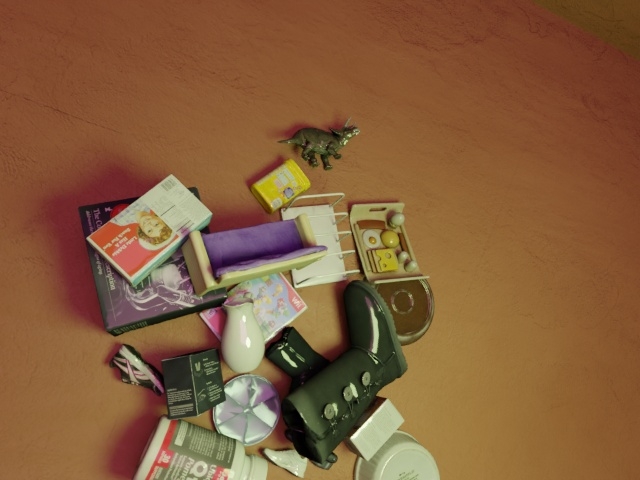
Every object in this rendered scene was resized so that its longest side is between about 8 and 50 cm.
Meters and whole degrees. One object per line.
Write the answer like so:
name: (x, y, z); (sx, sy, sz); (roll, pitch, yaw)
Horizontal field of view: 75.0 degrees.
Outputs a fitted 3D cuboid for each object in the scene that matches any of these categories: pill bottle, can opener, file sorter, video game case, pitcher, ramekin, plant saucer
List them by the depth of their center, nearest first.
pill bottle: (-0.313, 0.604, 1.116); (0.319, 0.176, 0.176); (26, 70, -12)
pitcher: (-0.224, 0.266, 1.237); (0.126, 0.178, 0.206); (-2, 98, 11)
can opener: (-0.029, 0.634, 1.276); (0.186, 0.059, 0.073); (36, 68, -9)
ramekin: (0.251, 0.752, 1.313); (0.273, 0.127, 0.272); (5, 76, -19)
video game case: (-0.207, 0.224, 1.330); (0.285, 0.025, 0.204); (-38, 92, -24)
file sorter: (0.000, 0.000, 1.381); (0.193, 0.173, 0.277); (-7, 80, -21)
plant saucer: (0.288, 0.221, 1.500); (0.311, 0.050, 0.310); (5, 77, -19)

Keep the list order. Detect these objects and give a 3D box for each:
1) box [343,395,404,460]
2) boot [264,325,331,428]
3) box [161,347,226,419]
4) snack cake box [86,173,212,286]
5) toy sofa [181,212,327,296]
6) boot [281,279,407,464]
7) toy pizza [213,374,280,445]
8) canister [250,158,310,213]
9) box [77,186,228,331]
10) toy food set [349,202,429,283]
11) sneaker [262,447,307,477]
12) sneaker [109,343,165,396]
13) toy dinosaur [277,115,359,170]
box: (0.153, 0.584, 1.316); (0.171, 0.130, 0.091); (-37, 91, -24)
boot: (-0.096, 0.413, 1.284); (0.207, 0.094, 0.246); (42, 60, -10)
box: (-0.348, 0.392, 1.157); (0.093, 0.156, 0.158); (-13, 80, 13)
snack cake box: (-0.430, -0.027, 1.073); (0.152, 0.089, 0.264); (45, 65, -2)
toy sofa: (-0.168, 0.023, 1.132); (0.363, 0.177, 0.150); (-12, 77, -38)
boot: (0.050, 0.371, 1.261); (0.445, 0.146, 0.366); (-28, 93, -36)
toy pizza: (-0.220, 0.507, 1.253); (0.202, 0.032, 0.201); (5, 75, -18)
canister: (-0.139, -0.186, 1.429); (0.170, 0.073, 0.126); (-39, 92, -22)
box: (-0.466, 0.056, 1.182); (0.313, 0.179, 0.342); (-14, 78, -23)
toy food set: (0.246, 0.006, 1.485); (0.220, 0.092, 0.305); (-4, 64, -21)
sneaker: (-0.106, 0.653, 1.253); (0.152, 0.054, 0.061); (36, 59, -15)
sneaker: (-0.512, 0.376, 1.168); (0.178, 0.072, 0.077); (44, 79, 3)
toy dinosaur: (-0.013, -0.351, 1.510); (0.314, 0.121, 0.160); (-4, 67, -16)
